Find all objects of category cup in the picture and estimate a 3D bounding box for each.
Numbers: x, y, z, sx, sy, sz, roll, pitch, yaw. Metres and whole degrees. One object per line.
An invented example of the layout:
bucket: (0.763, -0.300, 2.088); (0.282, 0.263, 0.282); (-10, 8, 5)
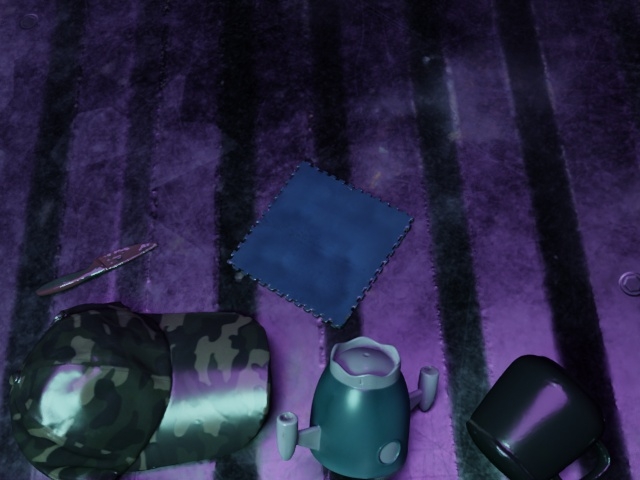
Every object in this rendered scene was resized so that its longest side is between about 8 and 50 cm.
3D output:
cup: (0.064, 0.249, 1.270); (0.300, 0.173, 0.167); (-13, 29, -30)
cup: (0.344, 0.299, 1.253); (0.176, 0.169, 0.223); (-43, 96, -9)

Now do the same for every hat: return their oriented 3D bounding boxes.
hat: (-0.291, 0.227, 1.365); (0.382, 0.257, 0.366); (-18, 62, 22)

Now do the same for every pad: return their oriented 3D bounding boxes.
pad: (0.000, 0.000, 1.531); (0.270, 0.012, 0.269); (30, 72, 22)

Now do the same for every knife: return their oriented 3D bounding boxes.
knife: (-0.431, 0.052, 1.573); (0.248, 0.018, 0.035); (-23, 59, -6)
